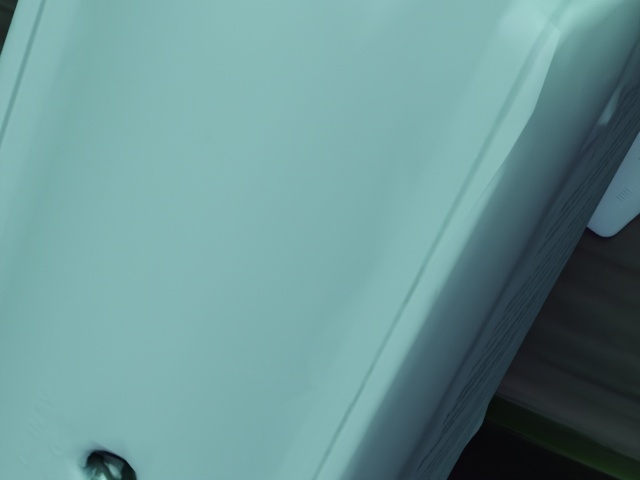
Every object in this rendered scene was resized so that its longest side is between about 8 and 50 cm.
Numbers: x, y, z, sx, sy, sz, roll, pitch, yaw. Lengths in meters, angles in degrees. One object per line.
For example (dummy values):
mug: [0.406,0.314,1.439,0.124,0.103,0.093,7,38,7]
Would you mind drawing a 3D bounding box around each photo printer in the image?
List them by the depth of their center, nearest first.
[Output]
photo printer: [0.000,0.000,0.486,0.107,0.256,0.307,31,128,9]

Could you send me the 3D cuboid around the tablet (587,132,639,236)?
tablet: [0.094,-0.039,0.593,0.054,0.006,0.083,35,123,-17]
